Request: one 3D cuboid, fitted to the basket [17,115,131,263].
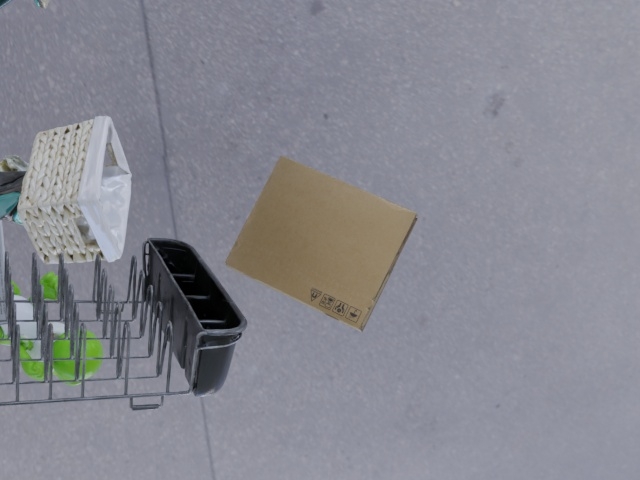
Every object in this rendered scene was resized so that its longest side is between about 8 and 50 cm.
[{"bbox_3d":[-0.307,-0.061,1.053,0.103,0.167,0.113,-8,135,1],"label":"basket"}]

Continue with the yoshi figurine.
[{"bbox_3d":[-0.587,0.185,1.729,0.203,0.203,0.362,-45,127,-1],"label":"yoshi figurine"}]

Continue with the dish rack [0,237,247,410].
[{"bbox_3d":[-0.215,0.063,0.666,0.272,0.208,0.074,1,108,-24],"label":"dish rack"}]

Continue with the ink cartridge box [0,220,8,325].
[{"bbox_3d":[-0.603,0.007,1.504,0.060,0.239,0.274,-6,93,-24],"label":"ink cartridge box"}]

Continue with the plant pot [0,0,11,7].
[{"bbox_3d":[-0.373,-0.274,0.633,0.166,0.165,0.234,-26,83,20],"label":"plant pot"}]

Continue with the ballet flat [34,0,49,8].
[{"bbox_3d":[-0.508,-0.521,1.451,0.086,0.086,0.248,-28,81,-9],"label":"ballet flat"}]

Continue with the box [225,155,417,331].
[{"bbox_3d":[0.000,0.000,1.058,0.164,0.201,0.021,-63,161,-7],"label":"box"}]

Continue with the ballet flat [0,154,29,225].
[{"bbox_3d":[-0.433,-0.073,1.149,0.095,0.280,0.096,-44,82,11],"label":"ballet flat"}]
